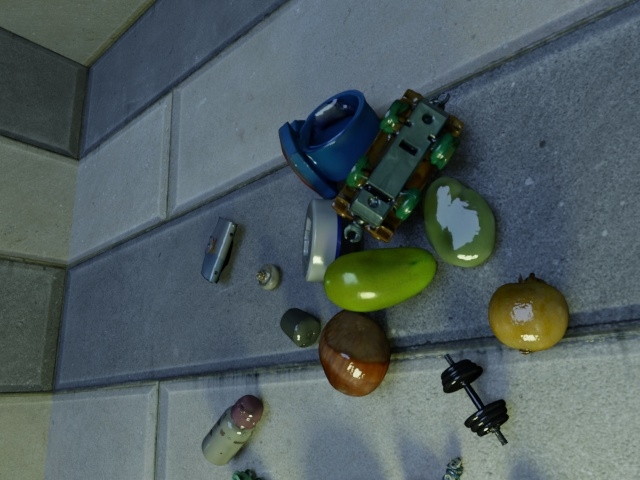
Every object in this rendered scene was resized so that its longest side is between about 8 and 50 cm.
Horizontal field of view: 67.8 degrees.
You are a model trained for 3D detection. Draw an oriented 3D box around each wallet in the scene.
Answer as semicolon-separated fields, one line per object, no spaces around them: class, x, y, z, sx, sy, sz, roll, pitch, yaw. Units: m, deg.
wallet;-0.365;0.035;1.719;0.170;0.069;0.231;16;86;60

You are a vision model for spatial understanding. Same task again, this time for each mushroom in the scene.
mushroom;-0.175;0.113;1.520;0.085;0.079;0.085;-18;64;43

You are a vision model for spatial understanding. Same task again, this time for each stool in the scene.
stool;-0.060;0.248;1.373;0.110;0.096;0.096;24;95;48

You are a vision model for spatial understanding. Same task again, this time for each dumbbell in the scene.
dumbbell;0.324;0.330;1.004;0.099;0.099;0.209;-47;52;22

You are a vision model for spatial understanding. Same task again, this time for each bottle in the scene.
bottle;-0.262;0.570;1.455;0.233;0.109;0.110;-53;50;17

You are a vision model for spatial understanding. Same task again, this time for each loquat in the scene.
loquat;0.413;0.146;0.950;0.163;0.137;0.163;-30;53;50

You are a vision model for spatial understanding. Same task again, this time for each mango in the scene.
mango;0.142;0.094;1.167;0.272;0.185;0.149;-10;77;1

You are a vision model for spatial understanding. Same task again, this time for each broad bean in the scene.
broad bean;0.315;-0.045;1.118;0.169;0.100;0.228;-52;52;26

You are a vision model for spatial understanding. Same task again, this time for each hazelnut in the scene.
hazelnut;0.081;0.284;1.190;0.214;0.176;0.215;-169;90;-73

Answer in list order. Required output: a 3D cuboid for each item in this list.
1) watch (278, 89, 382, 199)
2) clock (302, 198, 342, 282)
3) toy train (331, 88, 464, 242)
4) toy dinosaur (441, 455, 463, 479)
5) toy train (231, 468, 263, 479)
watch;0.041;-0.301;1.373;0.274;0.241;0.305;-33;39;19
clock;0.000;0.000;1.313;0.230;0.083;0.231;-174;90;-83
toy train;0.186;-0.174;1.182;0.178;0.249;0.430;33;86;3
toy dinosaur;0.283;0.508;1.028;0.030;0.047;0.084;17;89;41
toy train;-0.198;0.744;1.381;0.178;0.071;0.105;18;101;42
